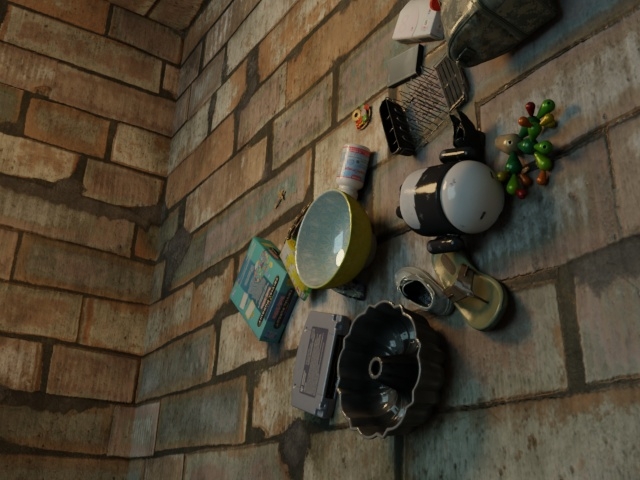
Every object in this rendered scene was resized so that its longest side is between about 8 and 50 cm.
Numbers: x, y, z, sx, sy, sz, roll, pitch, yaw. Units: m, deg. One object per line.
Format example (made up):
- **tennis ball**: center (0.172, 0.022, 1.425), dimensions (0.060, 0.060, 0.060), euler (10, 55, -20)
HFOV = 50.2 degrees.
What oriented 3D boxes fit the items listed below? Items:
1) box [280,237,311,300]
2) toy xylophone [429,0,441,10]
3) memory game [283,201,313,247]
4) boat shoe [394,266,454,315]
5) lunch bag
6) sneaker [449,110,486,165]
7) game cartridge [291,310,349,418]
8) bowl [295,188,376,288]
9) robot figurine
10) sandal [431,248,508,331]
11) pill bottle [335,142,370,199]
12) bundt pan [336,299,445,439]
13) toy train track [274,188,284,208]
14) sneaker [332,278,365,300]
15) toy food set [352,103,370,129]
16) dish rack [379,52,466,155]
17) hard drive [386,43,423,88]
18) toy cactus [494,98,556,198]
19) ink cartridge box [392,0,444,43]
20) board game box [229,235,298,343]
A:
- **box**: center (-0.066, 0.094, 2.152), dimensions (0.179, 0.043, 0.105), euler (66, 155, 21)
- **toy xylophone**: center (0.283, -0.767, 1.789), dimensions (0.236, 0.322, 0.081), euler (-60, 21, 10)
- **memory game**: center (-0.068, -0.048, 2.219), dimensions (0.186, 0.012, 0.186), euler (-55, -11, -15)
- **boat shoe**: center (0.237, 0.116, 1.685), dimensions (0.227, 0.081, 0.079), euler (35, 107, 58)
- **lunch bag**: center (0.387, -0.594, 1.629), dimensions (0.256, 0.212, 0.305), euler (-34, 50, 41)
- **sneaker**: center (0.352, -0.223, 1.643), dimensions (0.051, 0.089, 0.170), euler (-24, 56, 53)
- **game cartridge**: center (-0.007, 0.358, 2.012), dimensions (0.196, 0.060, 0.295), euler (1, 77, 56)
- **bowl**: center (0.066, 0.011, 1.946), dimensions (0.289, 0.156, 0.290), euler (-33, 49, 49)
- **robot figurine**: center (0.299, -0.094, 1.596), dimensions (0.278, 0.173, 0.209), euler (-4, 112, 59)
- **sandal**: center (0.316, 0.100, 1.555), dimensions (0.120, 0.086, 0.303), euler (-63, 32, 19)
- **pill bottle**: center (0.095, -0.207, 2.067), dimensions (0.087, 0.087, 0.160), euler (4, 80, 59)
- **bundt pan**: center (0.179, 0.317, 1.648), dimensions (0.330, 0.124, 0.331), euler (-33, 49, 48)
- **toy train track**: center (-0.150, -0.154, 2.527), dimensions (0.083, 0.014, 0.048), euler (-64, 38, 29)
- **sneaker**: center (0.086, 0.135, 1.972), dimensions (0.135, 0.052, 0.058), euler (11, 76, 53)
- **toy food set**: center (0.131, -0.391, 2.159), dimensions (0.082, 0.020, 0.083), euler (-40, 44, 44)
- **dish rack**: center (0.278, -0.374, 1.853), dimensions (0.271, 0.074, 0.208), euler (-46, 41, 39)
- **hard drive**: center (0.249, -0.513, 2.016), dimensions (0.135, 0.022, 0.094), euler (-13, 66, 57)
- **toy cactus**: center (0.436, -0.206, 1.501), dimensions (0.180, 0.112, 0.219), euler (-146, 65, -69)
- **ink cartridge box**: center (0.309, -0.689, 1.968), dimensions (0.189, 0.066, 0.233), euler (21, 99, 60)
- **board game box**: center (-0.193, 0.166, 2.383), dimensions (0.336, 0.079, 0.254), euler (42, 112, 57)
